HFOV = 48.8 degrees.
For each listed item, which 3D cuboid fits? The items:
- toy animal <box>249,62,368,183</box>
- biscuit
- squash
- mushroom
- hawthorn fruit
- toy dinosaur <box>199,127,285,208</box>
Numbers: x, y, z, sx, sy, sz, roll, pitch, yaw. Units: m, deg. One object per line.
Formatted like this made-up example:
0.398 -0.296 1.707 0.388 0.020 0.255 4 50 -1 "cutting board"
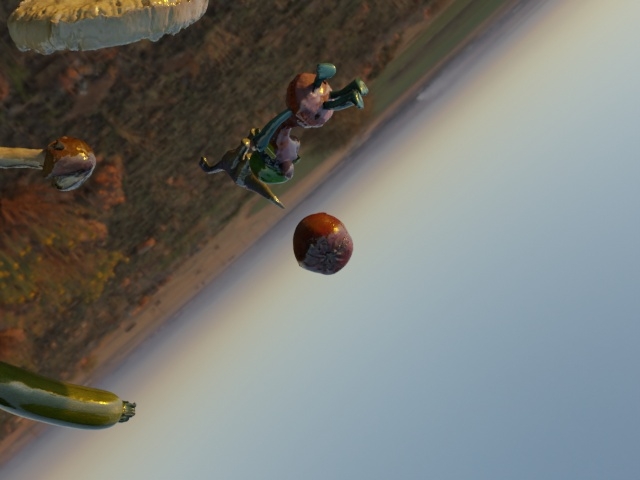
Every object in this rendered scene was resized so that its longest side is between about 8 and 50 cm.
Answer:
-0.032 -0.153 0.925 0.103 0.100 0.208 -26 173 -47 "toy animal"
-0.239 -0.308 0.909 0.281 0.179 0.084 -45 139 -47 "biscuit"
-0.401 0.237 1.052 0.069 0.258 0.069 -43 -147 38 "squash"
-0.349 -0.087 0.796 0.187 0.061 0.060 0 -178 -7 "mushroom"
0.002 0.002 0.822 0.077 0.077 0.077 -41 -179 1 "hawthorn fruit"
-0.177 -0.131 1.537 0.075 0.248 0.188 -11 153 -45 "toy dinosaur"
